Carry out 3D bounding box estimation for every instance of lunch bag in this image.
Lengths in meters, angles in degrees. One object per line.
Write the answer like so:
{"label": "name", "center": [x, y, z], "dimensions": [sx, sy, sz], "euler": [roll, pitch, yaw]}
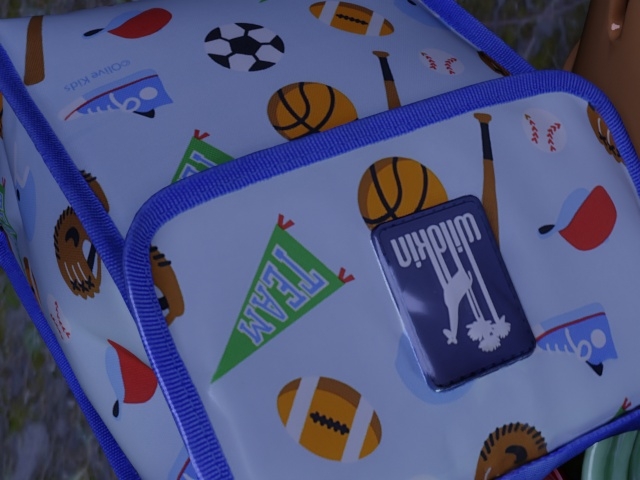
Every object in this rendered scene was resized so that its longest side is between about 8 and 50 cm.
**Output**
{"label": "lunch bag", "center": [0.000, 0.000, 0.612], "dimensions": [0.328, 0.239, 0.385], "euler": [-19, 51, -25]}

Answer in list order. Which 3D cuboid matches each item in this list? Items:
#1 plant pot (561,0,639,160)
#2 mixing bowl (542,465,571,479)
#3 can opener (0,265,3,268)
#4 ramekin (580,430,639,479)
{"label": "plant pot", "center": [0.291, -0.131, 0.622], "dimensions": [0.291, 0.203, 0.291], "euler": [-8, 45, 8]}
{"label": "mixing bowl", "center": [0.123, 0.212, 0.730], "dimensions": [0.181, 0.098, 0.181], "euler": [-7, 78, 37]}
{"label": "can opener", "center": [-0.369, -0.041, 0.924], "dimensions": [0.280, 0.074, 0.093], "euler": [22, 123, 17]}
{"label": "ramekin", "center": [0.330, 0.174, 0.669], "dimensions": [0.303, 0.148, 0.303], "euler": [-2, 83, 14]}
